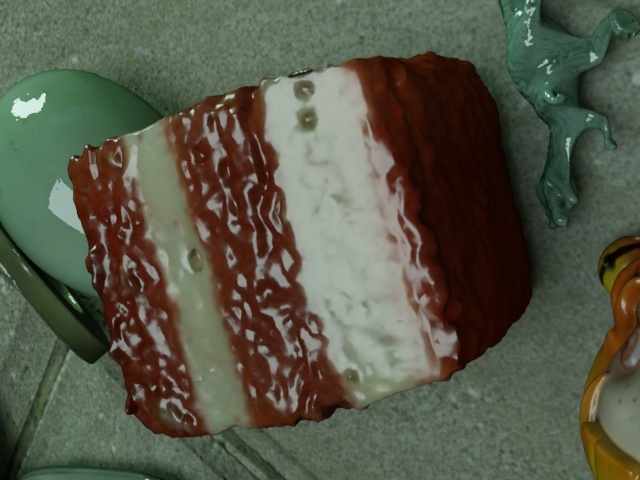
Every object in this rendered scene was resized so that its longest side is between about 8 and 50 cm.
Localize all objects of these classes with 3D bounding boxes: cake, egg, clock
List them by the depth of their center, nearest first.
[{"bbox_3d":[0.000,0.000,0.831,0.319,0.270,0.270,-14,93,32],"label":"cake"},{"bbox_3d":[-0.236,-0.060,1.001,0.283,0.203,0.203,50,121,19],"label":"egg"},{"bbox_3d":[-0.322,0.041,1.079,0.029,0.235,0.235,-40,76,-9],"label":"clock"}]

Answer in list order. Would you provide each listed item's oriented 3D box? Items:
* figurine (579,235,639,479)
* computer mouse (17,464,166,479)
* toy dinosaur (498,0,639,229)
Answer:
[{"bbox_3d":[0.319,0.103,0.705,0.323,0.196,0.320,-64,24,16],"label":"figurine"},{"bbox_3d":[-0.275,0.380,1.188,0.330,0.095,0.197,-5,93,32],"label":"computer mouse"},{"bbox_3d":[0.190,-0.203,0.784,0.129,0.076,0.383,-11,88,57],"label":"toy dinosaur"}]
